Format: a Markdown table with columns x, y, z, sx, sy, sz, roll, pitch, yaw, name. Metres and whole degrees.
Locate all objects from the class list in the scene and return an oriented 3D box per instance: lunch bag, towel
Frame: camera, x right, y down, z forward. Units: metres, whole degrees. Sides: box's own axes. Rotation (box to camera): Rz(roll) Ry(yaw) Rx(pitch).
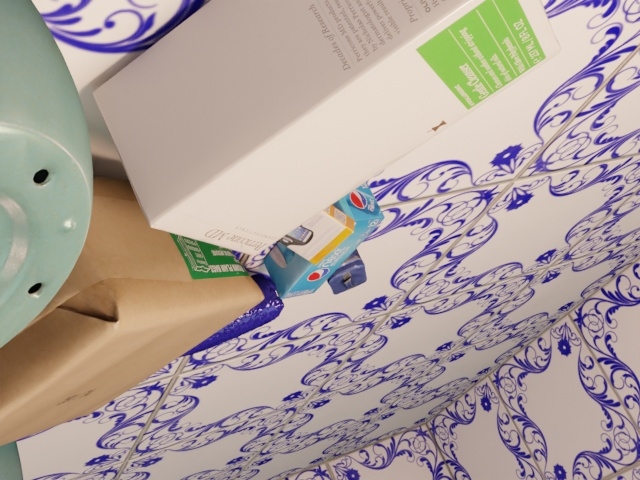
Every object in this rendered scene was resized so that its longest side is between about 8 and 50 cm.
| x | y | z | sx | sy | sz | roll | pitch | yaw | name |
| --- | --- | --- | --- | --- | --- | --- | --- | --- | --- |
| 0.037 | 0.045 | 1.356 | 0.067 | 0.065 | 0.098 | -26 | 159 | -1 | lunch bag |
| -0.202 | 0.139 | 1.183 | 0.308 | 0.076 | 0.227 | -23 | -175 | -7 | towel |

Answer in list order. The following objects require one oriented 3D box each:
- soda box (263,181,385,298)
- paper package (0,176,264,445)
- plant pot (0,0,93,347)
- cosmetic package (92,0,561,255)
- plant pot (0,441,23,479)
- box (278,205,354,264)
| x | y | z | sx | sy | sz | roll | pitch | yaw | name |
| --- | --- | --- | --- | --- | --- | --- | --- | --- | --- |
| 0.000 | 0.000 | 1.204 | 0.067 | 0.071 | 0.210 | -7 | 151 | -38 | soda box |
| -0.264 | 0.078 | 0.866 | 0.309 | 0.168 | 0.325 | -33 | 170 | 16 | paper package |
| -0.264 | -0.055 | 0.456 | 0.293 | 0.235 | 0.293 | -37 | 154 | -22 | plant pot |
| 0.007 | -0.152 | 0.761 | 0.365 | 0.155 | 0.197 | -35 | 159 | 17 | cosmetic package |
| -0.557 | 0.399 | 1.234 | 0.271 | 0.255 | 0.272 | -22 | 157 | -10 | plant pot |
| -0.033 | -0.031 | 1.084 | 0.136 | 0.028 | 0.081 | 35 | 126 | -20 | box |
